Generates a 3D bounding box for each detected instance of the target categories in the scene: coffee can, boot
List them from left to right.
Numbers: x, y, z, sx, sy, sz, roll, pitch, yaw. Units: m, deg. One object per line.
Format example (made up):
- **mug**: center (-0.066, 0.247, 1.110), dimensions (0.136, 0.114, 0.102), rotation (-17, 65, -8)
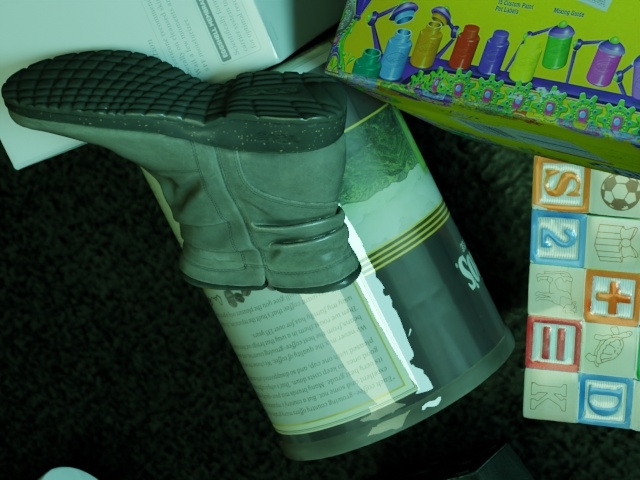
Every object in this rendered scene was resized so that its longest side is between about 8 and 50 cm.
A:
- **boot**: center (-0.095, -0.035, 1.121), dimensions (0.246, 0.083, 0.161), rotation (8, 125, 12)
- **coffee can**: center (0.000, 0.000, 1.267), dimensions (0.201, 0.201, 0.275), rotation (-23, 99, 21)

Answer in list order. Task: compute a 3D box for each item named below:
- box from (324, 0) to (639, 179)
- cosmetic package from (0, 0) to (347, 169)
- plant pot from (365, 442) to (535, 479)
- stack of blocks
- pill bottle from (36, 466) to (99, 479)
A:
- **box**: center (0.198, -0.190, 1.056), dimensions (0.290, 0.177, 0.279), rotation (18, 90, 42)
- **cosmetic package**: center (-0.120, -0.173, 1.235), dimensions (0.224, 0.224, 0.138), rotation (-19, 101, 21)
- **plant pot**: center (0.103, 0.267, 1.341), dimensions (0.187, 0.188, 0.167), rotation (-17, 90, 20)
- **stack of blocks**: center (0.249, -0.009, 1.254), dimensions (0.171, 0.087, 0.297), rotation (4, 108, 15)
- **pill bottle**: center (-0.293, 0.323, 1.481), dimensions (0.272, 0.152, 0.152), rotation (-40, 93, 23)
